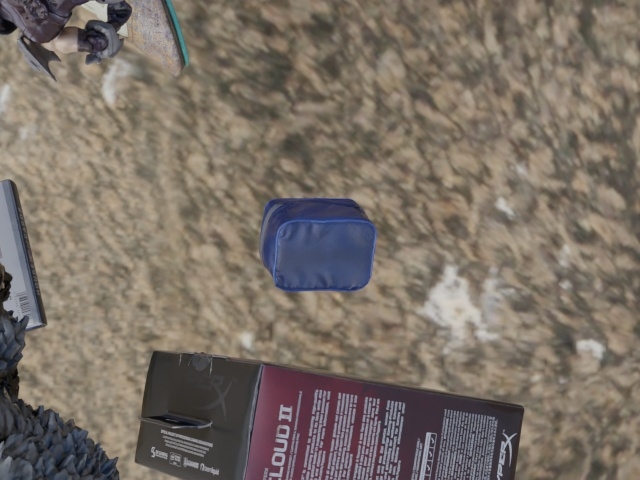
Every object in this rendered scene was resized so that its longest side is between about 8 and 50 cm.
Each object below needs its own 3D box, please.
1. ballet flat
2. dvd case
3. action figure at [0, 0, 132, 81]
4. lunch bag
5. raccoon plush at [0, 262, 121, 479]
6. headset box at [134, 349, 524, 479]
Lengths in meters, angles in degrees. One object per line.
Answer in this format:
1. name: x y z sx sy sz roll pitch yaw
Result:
1. ballet flat: -0.244 -0.327 1.370 0.106 0.107 0.316 -20 106 -13
2. dvd case: -0.451 0.046 1.409 0.238 0.029 0.179 -16 80 4
3. action figure: -0.206 -0.246 1.108 0.285 0.185 0.099 -14 53 19
4. lunch bag: 0.000 0.000 1.003 0.098 0.065 0.067 2 113 -17
5. raccoon plush: -0.141 0.163 0.503 0.216 0.299 0.446 -32 110 -25
6. headset box: -0.009 0.167 1.046 0.218 0.293 0.110 -3 76 59
